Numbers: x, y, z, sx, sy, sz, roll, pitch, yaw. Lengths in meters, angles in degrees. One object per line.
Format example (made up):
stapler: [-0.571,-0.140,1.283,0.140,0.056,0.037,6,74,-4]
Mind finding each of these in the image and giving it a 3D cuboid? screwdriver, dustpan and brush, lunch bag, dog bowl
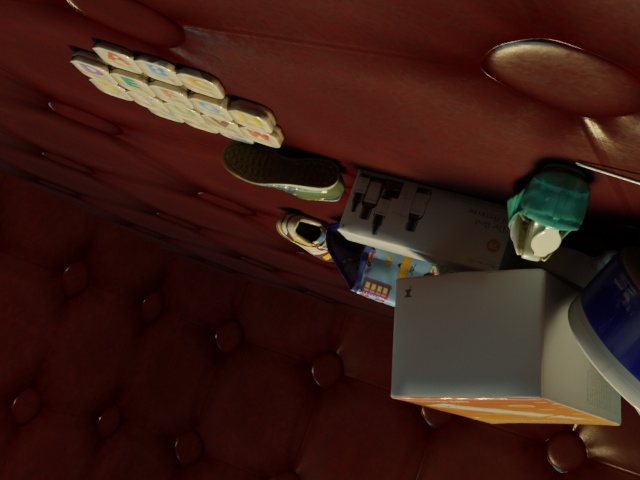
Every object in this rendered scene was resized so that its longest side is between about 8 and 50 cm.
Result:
screwdriver: [0.339,-0.050,0.961,0.170,0.025,0.024,16,171,20]
dustpan and brush: [0.395,0.044,1.392,0.147,0.060,0.211,32,179,3]
lunch bag: [0.136,0.042,1.769,0.221,0.138,0.293,19,-178,-16]
dog bowl: [0.442,0.129,1.168,0.265,0.104,0.265,27,-154,-15]

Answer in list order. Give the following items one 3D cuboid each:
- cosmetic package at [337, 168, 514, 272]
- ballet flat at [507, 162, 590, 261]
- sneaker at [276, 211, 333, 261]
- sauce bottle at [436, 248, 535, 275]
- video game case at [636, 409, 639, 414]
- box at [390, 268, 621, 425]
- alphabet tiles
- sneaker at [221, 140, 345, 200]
cosmetic package: [0.152,-0.022,1.330,0.239,0.099,0.060,15,172,22]
ballet flat: [0.258,-0.021,1.121,0.083,0.087,0.247,18,172,8]
sneaker: [0.000,0.000,1.945,0.185,0.070,0.084,23,177,-29]
sauce bottle: [0.334,0.086,1.570,0.344,0.111,0.111,28,168,-38]
video game case: [0.556,0.218,1.687,0.232,0.041,0.210,59,177,13]
box: [0.275,0.163,1.353,0.215,0.168,0.345,-6,162,33]
alphabet tiles: [-0.191,-0.190,1.292,0.284,0.021,0.278,19,172,9]
sneaker: [-0.051,-0.095,1.428,0.192,0.064,0.086,13,165,21]
